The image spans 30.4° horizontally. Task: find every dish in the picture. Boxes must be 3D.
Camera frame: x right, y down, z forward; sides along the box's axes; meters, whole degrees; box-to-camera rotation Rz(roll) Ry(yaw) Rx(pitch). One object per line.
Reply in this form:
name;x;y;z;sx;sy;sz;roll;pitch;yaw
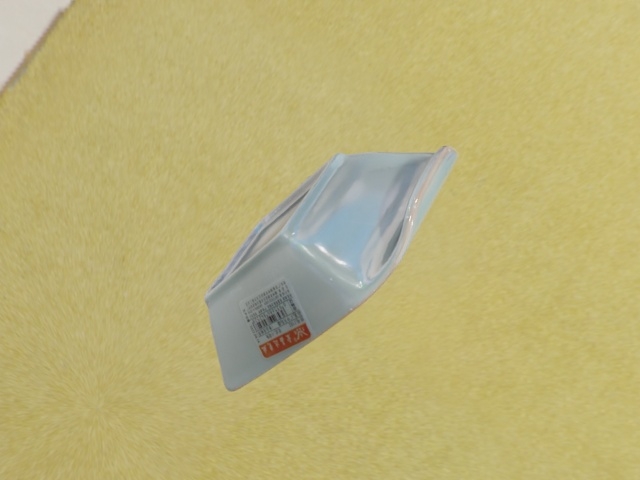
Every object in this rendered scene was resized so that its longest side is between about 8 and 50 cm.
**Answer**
dish;0.000;0.000;0.808;0.064;0.234;0.154;42;49;-10
